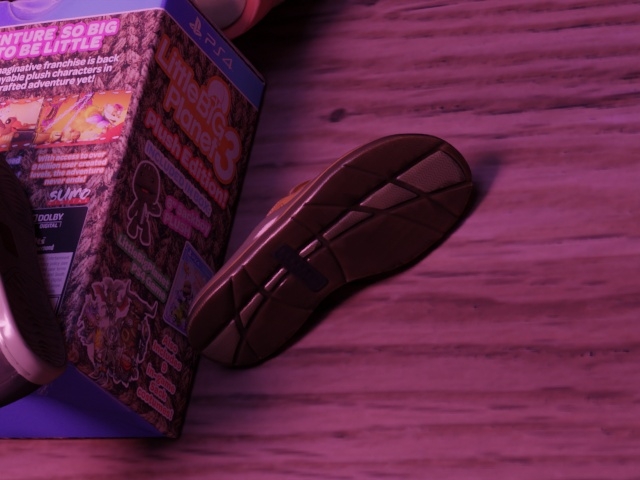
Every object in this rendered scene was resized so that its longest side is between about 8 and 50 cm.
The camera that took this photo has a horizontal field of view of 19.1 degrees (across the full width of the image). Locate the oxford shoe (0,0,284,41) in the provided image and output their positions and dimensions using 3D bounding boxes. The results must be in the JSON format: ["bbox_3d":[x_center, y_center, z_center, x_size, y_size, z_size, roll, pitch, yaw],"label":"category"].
[{"bbox_3d":[-0.169,-0.247,1.491,0.397,0.140,0.146,21,36,29],"label":"oxford shoe"}]

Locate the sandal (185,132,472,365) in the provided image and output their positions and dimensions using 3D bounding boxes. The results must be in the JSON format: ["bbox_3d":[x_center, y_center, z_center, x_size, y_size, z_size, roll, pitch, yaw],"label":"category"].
[{"bbox_3d":[0.000,0.000,1.276,0.219,0.090,0.060,-41,27,12],"label":"sandal"}]

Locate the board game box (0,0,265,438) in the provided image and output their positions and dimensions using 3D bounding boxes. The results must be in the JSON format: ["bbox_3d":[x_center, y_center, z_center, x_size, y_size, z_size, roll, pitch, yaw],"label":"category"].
[{"bbox_3d":[-0.198,-0.018,1.353,0.232,0.141,0.291,-2,61,30],"label":"board game box"}]

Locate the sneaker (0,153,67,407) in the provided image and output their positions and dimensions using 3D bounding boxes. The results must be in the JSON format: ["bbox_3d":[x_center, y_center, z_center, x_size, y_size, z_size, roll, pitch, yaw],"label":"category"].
[{"bbox_3d":[-0.245,0.019,1.209,0.118,0.083,0.222,-30,52,13],"label":"sneaker"}]
